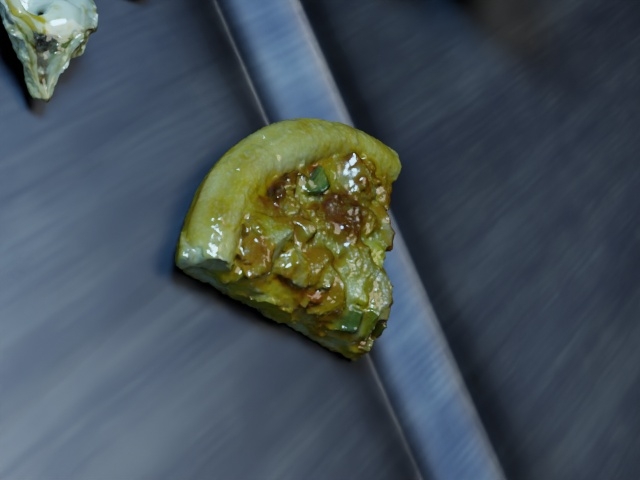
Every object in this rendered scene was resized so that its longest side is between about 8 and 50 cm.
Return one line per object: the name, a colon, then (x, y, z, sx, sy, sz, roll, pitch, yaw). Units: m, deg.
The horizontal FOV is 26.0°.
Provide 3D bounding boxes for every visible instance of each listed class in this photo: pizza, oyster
pizza: (0.000, 0.000, 1.072, 0.292, 0.058, 0.197, -23, 90, -52)
oyster: (-0.192, -0.181, 0.949, 0.146, 0.045, 0.121, 52, 43, -7)
